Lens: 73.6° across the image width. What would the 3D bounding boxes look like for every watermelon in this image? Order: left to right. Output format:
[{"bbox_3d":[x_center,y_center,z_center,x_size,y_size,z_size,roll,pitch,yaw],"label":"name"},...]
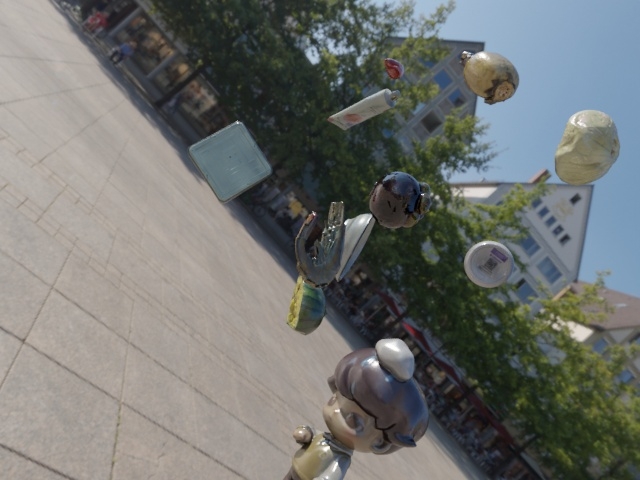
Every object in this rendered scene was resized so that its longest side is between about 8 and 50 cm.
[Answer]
[{"bbox_3d":[-0.061,0.352,2.284,0.189,0.331,0.331,17,9,-16],"label":"watermelon"}]

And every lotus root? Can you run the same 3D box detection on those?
[{"bbox_3d":[0.668,-0.676,1.728,0.183,0.182,0.310,48,14,-46],"label":"lotus root"}]

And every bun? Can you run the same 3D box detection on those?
[{"bbox_3d":[0.823,-0.271,1.307,0.153,0.244,0.244,27,-14,41],"label":"bun"}]

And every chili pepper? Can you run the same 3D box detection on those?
[{"bbox_3d":[0.298,-0.690,1.723,0.272,0.071,0.063,-35,122,-69],"label":"chili pepper"}]

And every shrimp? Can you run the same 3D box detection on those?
[{"bbox_3d":[-0.001,0.000,1.111,0.058,0.253,0.173,-8,-24,44],"label":"shrimp"}]

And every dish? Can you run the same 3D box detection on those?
[{"bbox_3d":[0.110,0.009,1.720,0.106,0.316,0.316,29,-4,10],"label":"dish"}]

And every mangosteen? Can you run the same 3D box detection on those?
[{"bbox_3d":[0.265,-0.133,1.454,0.210,0.210,0.210,48,0,0],"label":"mangosteen"}]

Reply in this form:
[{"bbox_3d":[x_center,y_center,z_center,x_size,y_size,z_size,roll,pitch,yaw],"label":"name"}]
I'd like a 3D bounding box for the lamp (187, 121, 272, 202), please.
[{"bbox_3d":[-0.374,-0.328,1.787,0.269,0.266,0.047,56,-16,-2],"label":"lamp"}]

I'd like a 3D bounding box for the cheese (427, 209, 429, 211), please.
[{"bbox_3d":[0.445,-0.182,2.156,0.126,0.171,0.093,-2,-86,50],"label":"cheese"}]

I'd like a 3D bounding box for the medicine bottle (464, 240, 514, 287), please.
[{"bbox_3d":[0.507,0.072,1.303,0.135,0.135,0.215,48,11,14],"label":"medicine bottle"}]

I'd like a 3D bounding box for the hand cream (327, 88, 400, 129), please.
[{"bbox_3d":[0.190,-0.549,1.811,0.124,0.340,0.078,16,67,-43],"label":"hand cream"}]

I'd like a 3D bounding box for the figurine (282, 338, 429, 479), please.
[{"bbox_3d":[0.041,0.364,0.845,0.206,0.365,0.218,57,-14,-3],"label":"figurine"}]
